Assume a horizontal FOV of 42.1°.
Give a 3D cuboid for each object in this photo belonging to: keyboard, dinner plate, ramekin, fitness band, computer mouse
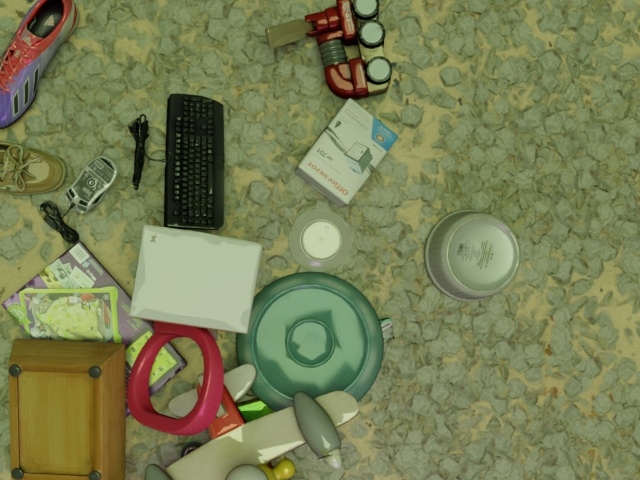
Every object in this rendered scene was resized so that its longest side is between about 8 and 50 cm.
[{"bbox_3d":[-0.300,-0.168,1.722,0.202,0.033,0.317,0,65,-9],"label":"keyboard"},{"bbox_3d":[0.000,0.000,1.825,0.141,0.017,0.141,0,87,-9],"label":"dinner plate"},{"bbox_3d":[0.340,0.033,1.826,0.207,0.109,0.207,0,89,-8],"label":"ramekin"},{"bbox_3d":[-0.277,0.260,1.586,0.054,0.291,0.209,18,78,-40],"label":"fitness band"},{"bbox_3d":[-0.495,-0.094,1.744,0.106,0.042,0.193,43,89,0],"label":"computer mouse"}]

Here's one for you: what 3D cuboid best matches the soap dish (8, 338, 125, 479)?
[{"bbox_3d":[-0.506,0.346,1.651,0.229,0.118,0.290,2,97,4],"label":"soap dish"}]

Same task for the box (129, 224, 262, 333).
[{"bbox_3d":[-0.241,0.073,1.621,0.215,0.345,0.168,9,87,-7],"label":"box"}]

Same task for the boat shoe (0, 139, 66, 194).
[{"bbox_3d":[-0.669,-0.154,1.694,0.285,0.089,0.104,7,87,-8],"label":"boat shoe"}]

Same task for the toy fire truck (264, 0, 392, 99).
[{"bbox_3d":[0.019,-0.409,1.785,0.246,0.158,0.217,-11,90,3],"label":"toy fire truck"}]

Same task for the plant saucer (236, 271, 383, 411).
[{"bbox_3d":[-0.022,0.219,1.768,0.318,0.043,0.317,0,77,-2],"label":"plant saucer"}]

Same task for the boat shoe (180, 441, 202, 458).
[{"bbox_3d":[-0.251,0.516,1.744,0.066,0.066,0.183,-13,90,-9],"label":"boat shoe"}]

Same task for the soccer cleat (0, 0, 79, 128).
[{"bbox_3d":[-0.606,-0.375,1.697,0.109,0.116,0.318,32,84,-6],"label":"soccer cleat"}]

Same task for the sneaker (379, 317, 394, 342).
[{"bbox_3d":[0.117,0.213,1.822,0.098,0.038,0.069,-12,89,-8],"label":"sneaker"}]

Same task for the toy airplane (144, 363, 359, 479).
[{"bbox_3d":[-0.150,0.429,1.613,0.384,0.272,0.386,21,87,-5],"label":"toy airplane"}]

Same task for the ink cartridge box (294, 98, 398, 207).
[{"bbox_3d":[0.055,-0.188,1.806,0.140,0.082,0.190,37,82,-5],"label":"ink cartridge box"}]

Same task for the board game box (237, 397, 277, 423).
[{"bbox_3d":[-0.133,0.386,1.777,0.181,0.043,0.092,-13,90,-9],"label":"board game box"}]

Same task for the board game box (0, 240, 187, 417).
[{"bbox_3d":[-0.467,0.196,1.735,0.208,0.056,0.347,-41,94,-12],"label":"board game box"}]
